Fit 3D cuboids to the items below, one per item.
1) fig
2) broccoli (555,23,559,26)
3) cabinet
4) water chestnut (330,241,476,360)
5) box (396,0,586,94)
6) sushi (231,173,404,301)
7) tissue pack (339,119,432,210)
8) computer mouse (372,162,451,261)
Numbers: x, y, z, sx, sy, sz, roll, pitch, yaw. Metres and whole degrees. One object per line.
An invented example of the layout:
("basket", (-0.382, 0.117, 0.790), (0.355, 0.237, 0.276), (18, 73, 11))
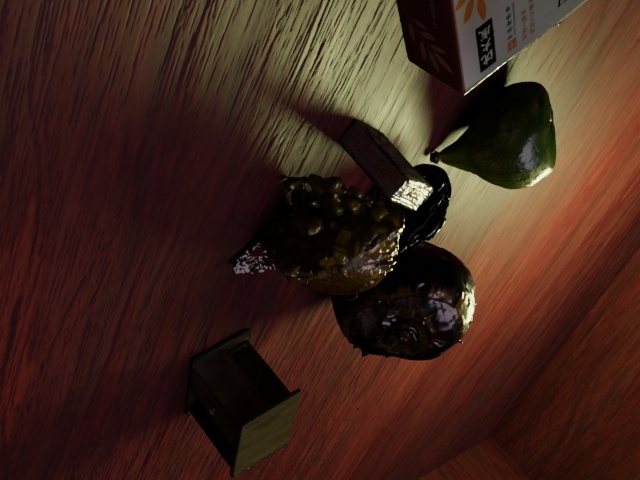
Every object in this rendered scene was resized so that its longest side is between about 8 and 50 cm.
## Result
("fig", (0.331, -0.192, 1.784), (0.235, 0.203, 0.203), (-8, 163, 21))
("broccoli", (0.301, -0.379, 1.421), (0.167, 0.160, 0.154), (-48, -177, -13))
("cabinet", (-0.159, 0.320, 1.810), (0.148, 0.175, 0.215), (-27, 150, -30))
("water chestnut", (0.167, 0.098, 1.888), (0.300, 0.300, 0.300), (-33, 152, -20))
("box", (0.237, -0.430, 1.113), (0.344, 0.122, 0.385), (-39, 143, -14))
("sushi", (0.003, -0.002, 1.529), (0.179, 0.296, 0.166), (30, 70, -47))
("tissue pack", (0.109, -0.124, 1.545), (0.060, 0.148, 0.109), (-46, 154, 17))
("computer mouse", (0.152, -0.046, 1.751), (0.242, 0.146, 0.077), (-44, 173, -3))
